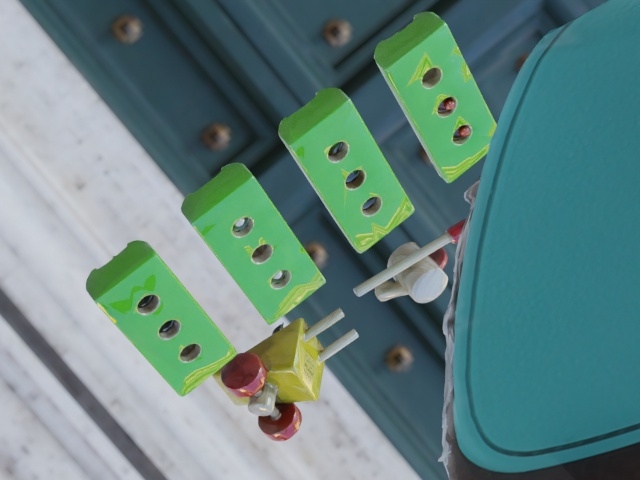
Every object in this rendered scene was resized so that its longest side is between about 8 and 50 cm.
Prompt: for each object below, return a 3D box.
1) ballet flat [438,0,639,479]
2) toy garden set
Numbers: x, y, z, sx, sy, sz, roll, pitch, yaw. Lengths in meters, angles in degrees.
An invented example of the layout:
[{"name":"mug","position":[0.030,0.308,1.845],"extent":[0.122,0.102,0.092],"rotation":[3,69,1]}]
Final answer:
[{"name":"ballet flat","position":[0.116,0.104,0.535],"extent":[0.147,0.147,0.409],"rotation":[-31,-139,44]},{"name":"toy garden set","position":[0.000,0.000,0.961],"extent":[0.244,0.204,0.049],"rotation":[-38,-132,-4]}]
